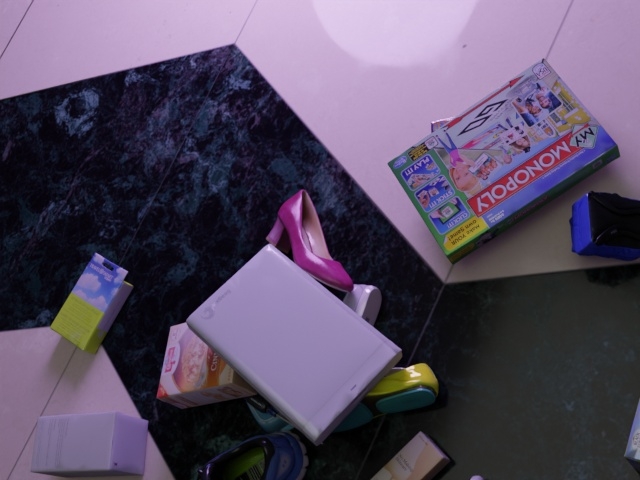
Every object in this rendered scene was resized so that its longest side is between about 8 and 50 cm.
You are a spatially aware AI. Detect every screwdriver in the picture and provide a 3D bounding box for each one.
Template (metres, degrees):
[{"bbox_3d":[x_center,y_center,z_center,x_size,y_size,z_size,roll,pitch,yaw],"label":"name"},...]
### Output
[{"bbox_3d":[-0.065,0.303,1.413,0.170,0.024,0.025,31,56,31],"label":"screwdriver"}]

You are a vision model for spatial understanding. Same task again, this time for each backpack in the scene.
[{"bbox_3d":[0.454,-0.019,1.299,0.120,0.101,0.098,5,74,-8],"label":"backpack"}]

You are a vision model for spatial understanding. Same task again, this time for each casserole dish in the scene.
[{"bbox_3d":[-0.094,0.250,1.482,0.114,0.037,0.188,-37,59,8],"label":"casserole dish"}]

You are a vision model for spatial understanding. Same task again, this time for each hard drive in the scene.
[{"bbox_3d":[-0.047,0.163,1.385,0.307,0.040,0.203,38,70,25],"label":"hard drive"}]

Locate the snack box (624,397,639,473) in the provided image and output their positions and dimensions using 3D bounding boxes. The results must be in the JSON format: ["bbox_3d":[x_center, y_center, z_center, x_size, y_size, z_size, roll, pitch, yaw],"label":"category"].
[{"bbox_3d":[0.472,0.230,1.127,0.070,0.207,0.174,13,76,28],"label":"snack box"}]

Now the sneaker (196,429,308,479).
[{"bbox_3d":[-0.180,0.427,1.388,0.330,0.147,0.130,-44,59,5],"label":"sneaker"}]

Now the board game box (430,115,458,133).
[{"bbox_3d":[0.281,-0.153,1.460,0.170,0.048,0.141,-8,65,22],"label":"board game box"}]

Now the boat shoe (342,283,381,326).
[{"bbox_3d":[0.042,0.158,1.440,0.063,0.066,0.184,11,76,39],"label":"boat shoe"}]

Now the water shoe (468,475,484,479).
[{"bbox_3d":[0.178,0.438,1.260,0.080,0.073,0.203,23,81,32],"label":"water shoe"}]

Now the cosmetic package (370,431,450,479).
[{"bbox_3d":[0.142,0.364,1.324,0.115,0.041,0.060,-46,58,2],"label":"cosmetic package"}]

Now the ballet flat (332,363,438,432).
[{"bbox_3d":[0.083,0.256,1.384,0.231,0.077,0.077,-18,42,14],"label":"ballet flat"}]

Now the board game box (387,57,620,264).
[{"bbox_3d":[0.296,-0.133,1.390,0.317,0.046,0.213,-34,59,9],"label":"board game box"}]

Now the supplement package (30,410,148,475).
[{"bbox_3d":[-0.424,0.379,1.543,0.179,0.105,0.105,-8,66,23],"label":"supplement package"}]

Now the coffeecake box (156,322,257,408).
[{"bbox_3d":[-0.193,0.211,1.487,0.185,0.068,0.142,-18,53,34],"label":"coffeecake box"}]

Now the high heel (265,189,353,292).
[{"bbox_3d":[0.000,0.000,1.501,0.117,0.082,0.244,-58,40,4],"label":"high heel"}]

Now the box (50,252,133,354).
[{"bbox_3d":[-0.458,0.126,1.695,0.109,0.042,0.178,25,82,30],"label":"box"}]
